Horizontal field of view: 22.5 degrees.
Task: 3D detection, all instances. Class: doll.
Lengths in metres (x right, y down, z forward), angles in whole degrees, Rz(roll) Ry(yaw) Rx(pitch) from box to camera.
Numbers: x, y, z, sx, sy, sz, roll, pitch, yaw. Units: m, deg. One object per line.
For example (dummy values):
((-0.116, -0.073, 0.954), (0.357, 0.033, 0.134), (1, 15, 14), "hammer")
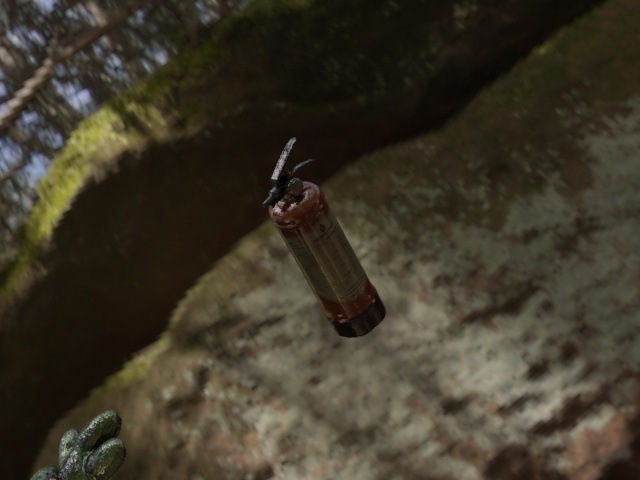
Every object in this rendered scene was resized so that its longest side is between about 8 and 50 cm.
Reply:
((-0.241, 0.228, 1.559), (0.077, 0.115, 0.150), (18, -60, -42), "doll")

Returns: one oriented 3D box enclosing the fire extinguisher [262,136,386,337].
((0.000, 0.000, 1.305), (0.062, 0.050, 0.177), (-47, -52, -25), "fire extinguisher")
